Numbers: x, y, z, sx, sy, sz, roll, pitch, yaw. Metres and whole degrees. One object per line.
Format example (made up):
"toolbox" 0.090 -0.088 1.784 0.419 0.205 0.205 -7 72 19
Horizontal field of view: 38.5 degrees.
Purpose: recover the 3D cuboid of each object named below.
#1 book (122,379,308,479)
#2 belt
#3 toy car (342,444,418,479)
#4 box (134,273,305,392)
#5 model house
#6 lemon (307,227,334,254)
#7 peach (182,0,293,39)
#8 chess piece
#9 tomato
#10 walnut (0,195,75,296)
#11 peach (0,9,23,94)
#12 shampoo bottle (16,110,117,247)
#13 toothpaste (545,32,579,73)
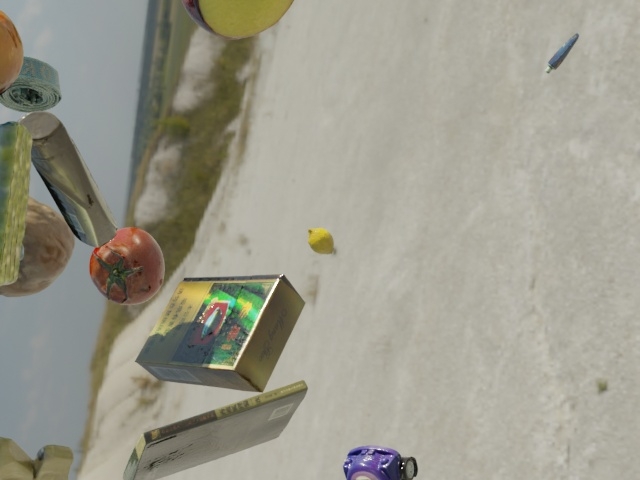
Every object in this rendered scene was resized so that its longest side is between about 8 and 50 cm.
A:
"book" -0.137 0.254 1.200 0.024 0.228 0.160 63 148 24
"belt" -0.666 -0.348 2.073 0.148 0.163 0.082 -27 68 39
"toy car" 0.131 0.589 2.074 0.158 0.172 0.235 -36 -70 -52
"box" -0.149 0.133 1.343 0.240 0.071 0.159 -4 48 44
"model house" -0.514 -0.056 1.246 0.303 0.215 0.237 13 -97 -71
"lemon" 0.000 0.000 2.439 0.065 0.092 0.065 -43 13 13
"peach" -0.165 -0.556 1.813 0.245 0.249 0.274 47 136 16
"chess piece" -0.443 0.315 1.266 0.090 0.200 0.090 -30 52 48
"tomato" -0.421 0.052 2.009 0.167 0.167 0.167 -172 90 -78
"walnut" -0.703 0.012 2.098 0.227 0.273 0.273 -117 36 -58
"peach" -0.471 -0.257 1.247 0.138 0.138 0.138 -172 90 -78
"shampoo bottle" -0.468 -0.113 1.701 0.084 0.125 0.350 -43 -24 -18
"toothpaste" 0.417 -0.322 1.578 0.083 0.019 0.027 -52 5 15
